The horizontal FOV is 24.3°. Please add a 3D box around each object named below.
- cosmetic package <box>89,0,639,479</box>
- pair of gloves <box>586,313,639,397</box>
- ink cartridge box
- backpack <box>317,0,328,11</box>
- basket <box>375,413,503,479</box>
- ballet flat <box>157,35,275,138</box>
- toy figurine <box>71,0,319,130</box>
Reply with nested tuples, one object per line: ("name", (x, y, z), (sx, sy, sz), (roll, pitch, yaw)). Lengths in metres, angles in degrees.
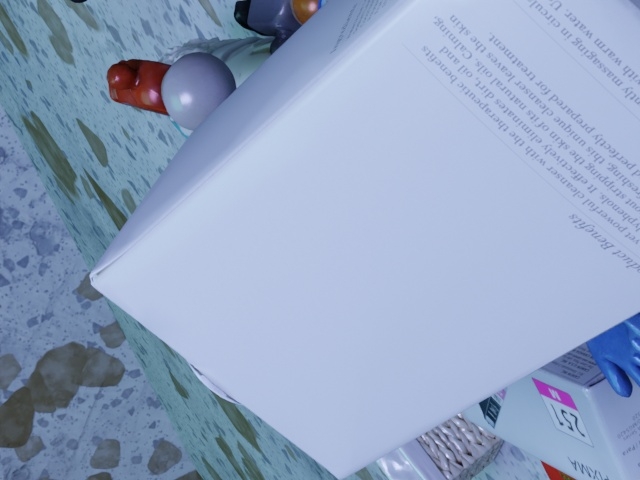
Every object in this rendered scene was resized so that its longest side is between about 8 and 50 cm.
("cosmetic package", (0.066, -0.041, 0.762), (0.197, 0.155, 0.365), (41, 136, -14))
("pair of gloves", (0.216, 0.039, 1.036), (0.159, 0.023, 0.198), (48, 155, 17))
("ink cartridge box", (0.212, 0.173, 1.280), (0.275, 0.060, 0.239), (21, 141, 63))
("backpack", (0.055, -0.124, 1.065), (0.158, 0.117, 0.173), (48, 161, 30))
("basket", (0.100, 0.185, 1.541), (0.167, 0.103, 0.113), (50, 162, 18))
("ballet flat", (0.003, -0.098, 1.280), (0.409, 0.147, 0.147), (40, 157, 33))
("toy figurine", (-0.094, -0.210, 1.163), (0.148, 0.209, 0.213), (14, 134, 57))
